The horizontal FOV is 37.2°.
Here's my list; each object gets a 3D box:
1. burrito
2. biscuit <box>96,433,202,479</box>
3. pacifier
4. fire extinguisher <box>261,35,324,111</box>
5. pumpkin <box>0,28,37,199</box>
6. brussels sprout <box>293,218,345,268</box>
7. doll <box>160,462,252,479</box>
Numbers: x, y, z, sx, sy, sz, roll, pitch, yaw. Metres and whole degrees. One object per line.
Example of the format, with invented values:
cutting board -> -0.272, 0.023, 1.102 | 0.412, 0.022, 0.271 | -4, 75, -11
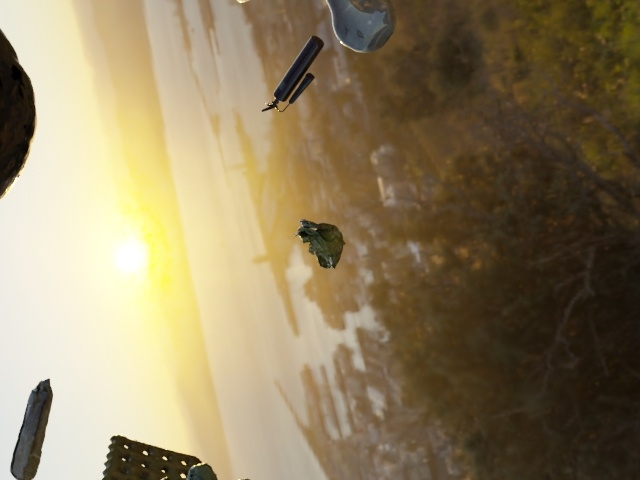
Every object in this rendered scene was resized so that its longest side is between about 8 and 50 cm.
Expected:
burrito -> -0.513, 0.338, 1.701 | 0.045, 0.058, 0.188 | 21, -101, -59
biscuit -> -0.219, 0.337, 1.216 | 0.203, 0.144, 0.016 | -92, 27, -56
pacifier -> 0.002, -0.406, 1.354 | 0.332, 0.273, 0.220 | -72, 5, -59
fire extinguisher -> -0.043, -0.293, 1.730 | 0.173, 0.049, 0.035 | -51, 14, 33
pumpkin -> -0.465, -0.126, 1.009 | 0.238, 0.315, 0.315 | 158, 99, -76
brussels sprout -> 0.000, 0.000, 1.386 | 0.085, 0.058, 0.085 | 30, 171, 6
doll -> -0.079, 0.238, 0.783 | 0.115, 0.077, 0.150 | 49, -162, 24
